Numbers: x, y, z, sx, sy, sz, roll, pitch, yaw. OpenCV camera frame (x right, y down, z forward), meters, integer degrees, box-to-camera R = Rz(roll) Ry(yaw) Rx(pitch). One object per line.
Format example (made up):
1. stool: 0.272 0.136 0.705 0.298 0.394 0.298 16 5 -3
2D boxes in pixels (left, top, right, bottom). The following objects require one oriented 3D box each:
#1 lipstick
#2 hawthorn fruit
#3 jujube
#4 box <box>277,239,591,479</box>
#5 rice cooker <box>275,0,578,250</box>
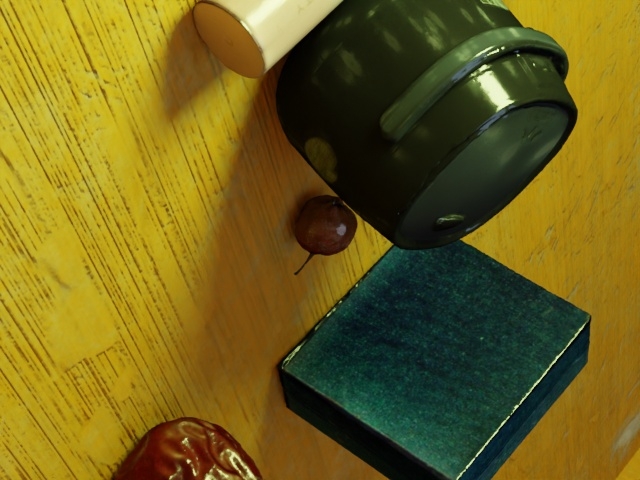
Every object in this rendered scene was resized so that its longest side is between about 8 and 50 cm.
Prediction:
1. lipstick: 0.025 -0.281 1.366 0.327 0.087 0.087 -45 150 -22
2. hawthorn fruit: 0.000 0.000 1.639 0.067 0.067 0.103 -16 133 -52
3. jujube: -0.115 0.296 1.581 0.155 0.230 0.155 -38 162 -15
4. box: 0.138 0.150 1.800 0.279 0.261 0.116 -45 152 -24
5. rice cooker: 0.101 -0.139 1.455 0.267 0.224 0.267 -31 157 -15
